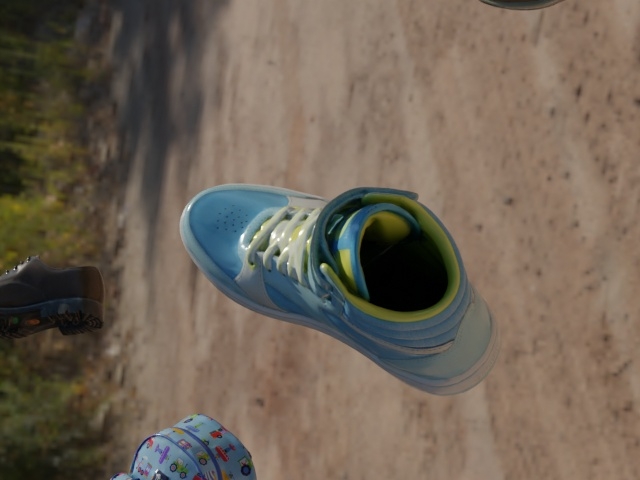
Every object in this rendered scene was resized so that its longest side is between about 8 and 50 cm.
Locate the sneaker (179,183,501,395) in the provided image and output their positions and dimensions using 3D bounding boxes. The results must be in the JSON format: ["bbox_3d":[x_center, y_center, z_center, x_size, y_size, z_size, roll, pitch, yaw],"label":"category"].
[{"bbox_3d":[0.000,0.000,1.152,0.127,0.319,0.208,-60,-22,-16],"label":"sneaker"}]

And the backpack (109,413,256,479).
[{"bbox_3d":[-0.148,0.276,1.447,0.158,0.117,0.173,32,111,41],"label":"backpack"}]

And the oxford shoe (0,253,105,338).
[{"bbox_3d":[-0.378,0.069,1.740,0.083,0.227,0.096,73,-164,-63],"label":"oxford shoe"}]

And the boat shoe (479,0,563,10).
[{"bbox_3d":[0.107,-0.284,1.148,0.324,0.116,0.123,35,98,48],"label":"boat shoe"}]
